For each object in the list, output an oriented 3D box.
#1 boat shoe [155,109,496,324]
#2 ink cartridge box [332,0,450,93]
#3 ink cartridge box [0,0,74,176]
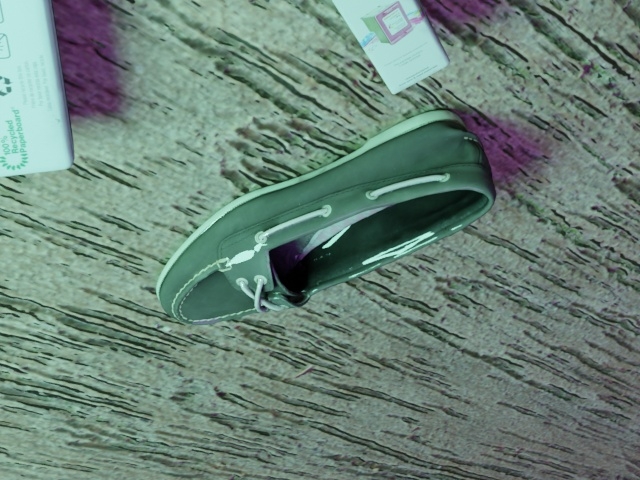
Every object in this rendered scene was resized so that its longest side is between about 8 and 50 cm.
[{"bbox_3d":[0.000,0.000,0.935,0.335,0.095,0.112,-30,141,9],"label":"boat shoe"},{"bbox_3d":[0.038,-0.180,0.748,0.052,0.089,0.122,-27,141,11],"label":"ink cartridge box"},{"bbox_3d":[-0.332,-0.157,0.621,0.330,0.071,0.324,-7,139,-12],"label":"ink cartridge box"}]
